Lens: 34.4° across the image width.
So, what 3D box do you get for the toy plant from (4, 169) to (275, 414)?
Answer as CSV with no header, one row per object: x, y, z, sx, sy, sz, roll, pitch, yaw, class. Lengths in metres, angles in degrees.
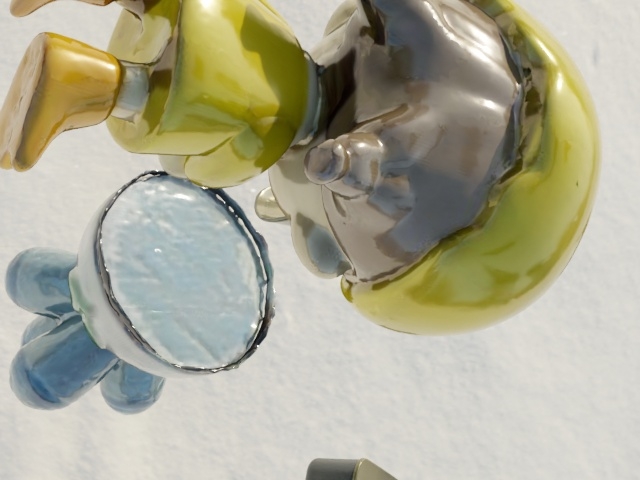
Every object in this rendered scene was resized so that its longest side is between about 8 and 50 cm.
-0.240,0.083,1.190,0.247,0.332,0.247,23,55,-37,toy plant

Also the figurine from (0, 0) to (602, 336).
0.002,-0.065,0.580,0.344,0.187,0.215,13,77,-28,figurine

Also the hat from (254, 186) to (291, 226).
0.000,0.000,1.350,0.173,0.166,0.144,-14,118,-25,hat

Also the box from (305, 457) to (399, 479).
0.047,0.407,1.520,0.201,0.090,0.144,45,49,-54,box
